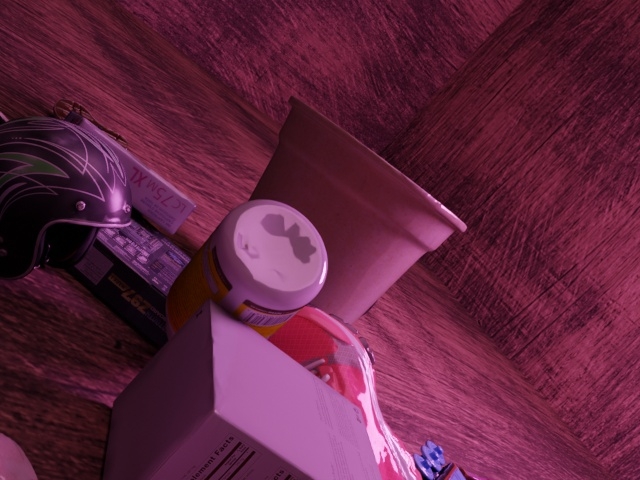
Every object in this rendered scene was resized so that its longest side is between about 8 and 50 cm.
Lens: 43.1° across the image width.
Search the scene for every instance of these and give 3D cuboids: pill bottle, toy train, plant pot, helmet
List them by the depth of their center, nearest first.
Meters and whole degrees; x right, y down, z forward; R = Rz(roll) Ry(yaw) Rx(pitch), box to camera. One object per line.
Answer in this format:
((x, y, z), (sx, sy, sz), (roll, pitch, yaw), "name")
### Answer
((-0.285, -0.048, 0.842), (0.169, 0.161, 0.169), (42, 11, -10), "helmet")
((-0.089, 0.055, 0.849), (0.117, 0.215, 0.117), (15, 56, -24), "pill bottle")
((0.155, 0.351, 1.149), (0.105, 0.080, 0.184), (52, 12, 14), "toy train")
((0.000, 0.000, 1.252), (0.333, 0.305, 0.334), (36, 6, -4), "plant pot")

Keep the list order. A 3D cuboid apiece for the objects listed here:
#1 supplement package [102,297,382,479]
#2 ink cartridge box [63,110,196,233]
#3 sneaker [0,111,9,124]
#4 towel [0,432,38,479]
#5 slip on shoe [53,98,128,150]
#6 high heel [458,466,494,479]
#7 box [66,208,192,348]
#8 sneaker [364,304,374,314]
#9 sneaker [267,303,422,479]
((-0.066, 0.198, 0.719), (0.203, 0.149, 0.194), (39, 11, -20), "supplement package")
((-0.296, -0.107, 1.177), (0.185, 0.065, 0.311), (39, -2, -23), "ink cartridge box")
((-0.451, -0.176, 1.015), (0.161, 0.057, 0.075), (34, 19, -28), "sneaker")
((-0.219, 0.212, 0.371), (0.317, 0.053, 0.332), (49, 11, 28), "towel")
((-0.384, -0.183, 1.348), (0.135, 0.051, 0.041), (31, -26, -20), "slip on shoe")
((0.279, 0.438, 1.262), (0.117, 0.082, 0.244), (32, -1, -7), "high heel")
((-0.195, 0.063, 1.024), (0.232, 0.059, 0.183), (42, 11, -6), "box")
((0.008, 0.061, 1.675), (0.162, 0.106, 0.281), (47, 11, 34), "sneaker")
((0.017, 0.212, 0.968), (0.314, 0.116, 0.136), (61, 23, 7), "sneaker")
